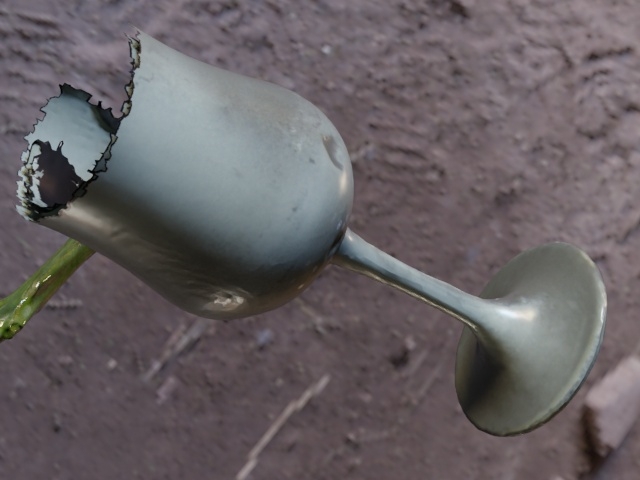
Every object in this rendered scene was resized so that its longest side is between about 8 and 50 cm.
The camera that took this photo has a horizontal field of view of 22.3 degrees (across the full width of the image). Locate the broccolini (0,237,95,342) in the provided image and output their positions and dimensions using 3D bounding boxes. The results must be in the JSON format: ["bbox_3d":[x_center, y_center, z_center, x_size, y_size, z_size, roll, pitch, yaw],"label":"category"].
[{"bbox_3d":[-0.118,0.023,0.629,0.218,0.044,0.042,-46,139,-39],"label":"broccolini"}]

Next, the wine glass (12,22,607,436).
[{"bbox_3d":[0.000,0.000,0.536,0.195,0.079,0.079,26,95,-30],"label":"wine glass"}]
